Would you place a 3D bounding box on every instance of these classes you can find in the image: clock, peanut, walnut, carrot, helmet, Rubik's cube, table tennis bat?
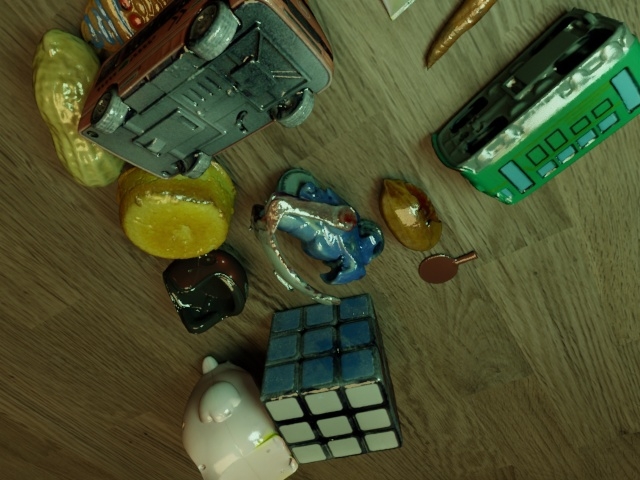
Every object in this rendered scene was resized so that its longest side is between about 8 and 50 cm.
[{"bbox_3d":[-0.261,0.547,1.211,0.250,0.376,0.369,-30,123,-15],"label":"clock"},{"bbox_3d":[-0.475,-0.249,0.817,0.146,0.147,0.306,1,130,2],"label":"peanut"},{"bbox_3d":[0.203,-0.061,0.946,0.115,0.116,0.207,-33,110,22],"label":"walnut"},{"bbox_3d":[0.264,-0.408,0.741,0.057,0.057,0.224,32,125,-18],"label":"carrot"},{"bbox_3d":[-0.285,0.114,1.030,0.215,0.193,0.189,9,131,6],"label":"helmet"},{"bbox_3d":[0.034,0.371,1.124,0.300,0.305,0.304,-13,121,9],"label":"Rubik's cube"},{"bbox_3d":[0.333,0.066,1.075,0.154,0.019,0.098,-25,119,21],"label":"table tennis bat"}]

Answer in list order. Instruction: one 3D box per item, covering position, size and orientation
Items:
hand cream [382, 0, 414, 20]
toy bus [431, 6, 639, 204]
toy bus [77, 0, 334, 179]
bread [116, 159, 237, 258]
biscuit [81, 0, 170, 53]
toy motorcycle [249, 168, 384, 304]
[{"bbox_3d":[0.105,-0.475,0.706,0.076,0.047,0.174,-36,124,23],"label":"hand cream"},{"bbox_3d":[0.408,-0.228,0.775,0.199,0.184,0.343,34,120,-25],"label":"toy bus"},{"bbox_3d":[-0.194,-0.277,0.686,0.426,0.233,0.203,-19,150,31],"label":"toy bus"},{"bbox_3d":[-0.320,-0.069,0.925,0.268,0.146,0.269,-6,137,-5],"label":"bread"},{"bbox_3d":[-0.331,-0.431,0.759,0.280,0.043,0.183,-21,124,20],"label":"biscuit"},{"bbox_3d":[-0.010,0.001,0.945,0.319,0.182,0.241,35,92,-19],"label":"toy motorcycle"}]
